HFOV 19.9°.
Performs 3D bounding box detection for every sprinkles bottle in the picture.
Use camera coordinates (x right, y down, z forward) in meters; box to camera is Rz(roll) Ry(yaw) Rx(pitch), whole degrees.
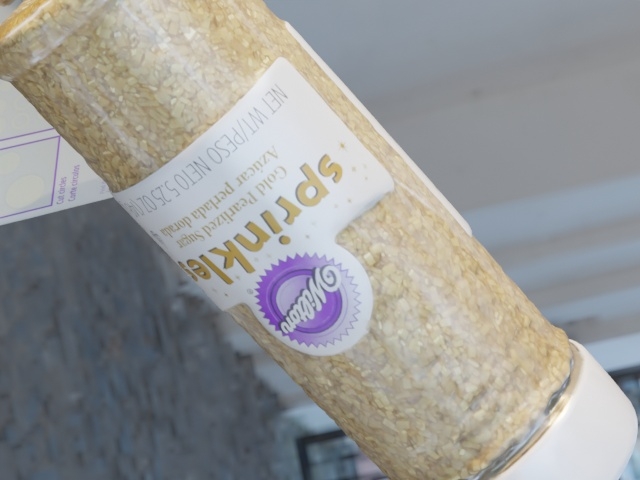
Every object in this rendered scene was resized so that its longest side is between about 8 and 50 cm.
[{"bbox_3d":[0.000,0.000,0.878,0.355,0.121,0.121,47,22,-14],"label":"sprinkles bottle"}]

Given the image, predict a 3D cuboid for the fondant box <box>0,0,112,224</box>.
[{"bbox_3d":[-0.211,-0.113,0.935,0.096,0.330,0.238,48,-39,36],"label":"fondant box"}]
